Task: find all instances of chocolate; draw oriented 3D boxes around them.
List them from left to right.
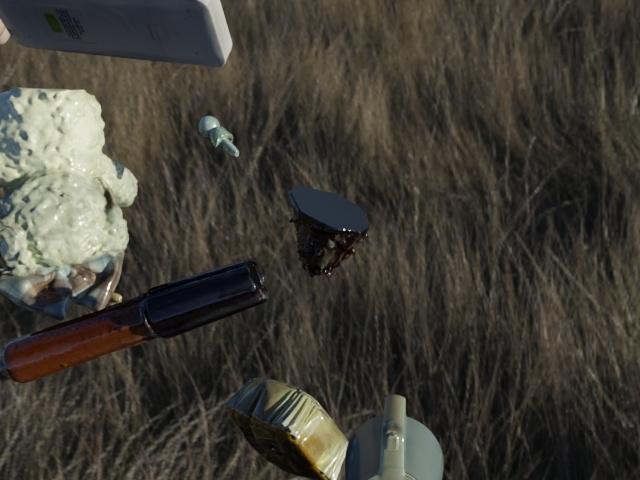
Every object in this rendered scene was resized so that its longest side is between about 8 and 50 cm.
[{"bbox_3d":[0.000,0.000,1.475,0.156,0.133,0.156,19,24,-8],"label":"chocolate"}]

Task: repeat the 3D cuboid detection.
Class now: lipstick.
[{"bbox_3d":[-0.274,0.118,1.175,0.419,0.077,0.077,-19,36,12],"label":"lipstick"}]

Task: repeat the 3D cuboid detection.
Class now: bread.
[{"bbox_3d":[-0.063,0.366,1.602,0.192,0.209,0.109,6,50,42],"label":"bread"}]

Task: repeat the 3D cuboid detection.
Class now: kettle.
[{"bbox_3d":[0.111,0.337,1.244,0.160,0.210,0.243,7,1,6],"label":"kettle"}]

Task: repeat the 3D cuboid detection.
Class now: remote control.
[{"bbox_3d":[-0.220,-0.232,0.868,0.250,0.103,0.034,7,62,12],"label":"remote control"}]

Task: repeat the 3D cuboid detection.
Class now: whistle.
[{"bbox_3d":[-0.164,-0.168,1.344,0.035,0.035,0.100,-33,61,-22],"label":"whistle"}]

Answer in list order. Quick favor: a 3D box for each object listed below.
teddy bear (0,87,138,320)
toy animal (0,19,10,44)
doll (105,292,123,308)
[{"bbox_3d":[-0.469,-0.071,1.403,0.328,0.362,0.375,-3,5,-34],"label":"teddy bear"},{"bbox_3d":[-0.488,-0.242,1.020,0.212,0.124,0.124,-36,39,1],"label":"toy animal"},{"bbox_3d":[-0.360,0.104,1.408,0.051,0.093,0.061,-36,-4,-40],"label":"doll"}]
